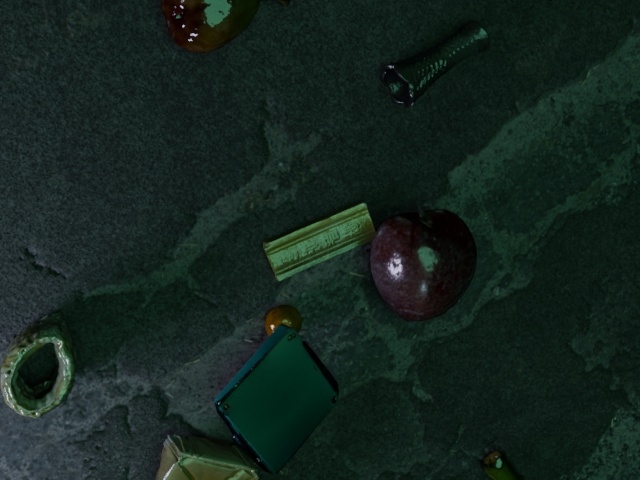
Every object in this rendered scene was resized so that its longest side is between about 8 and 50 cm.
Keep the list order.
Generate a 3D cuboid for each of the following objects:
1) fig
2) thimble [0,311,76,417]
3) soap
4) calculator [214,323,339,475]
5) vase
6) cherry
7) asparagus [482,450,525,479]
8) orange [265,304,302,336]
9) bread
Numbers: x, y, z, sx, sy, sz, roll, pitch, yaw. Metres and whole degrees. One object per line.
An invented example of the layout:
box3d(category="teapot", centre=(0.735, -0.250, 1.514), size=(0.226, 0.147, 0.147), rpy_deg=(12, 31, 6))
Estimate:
box3d(category="fig", centre=(-0.179, -0.474, 1.667), size=(0.274, 0.146, 0.170), rpy_deg=(-18, 105, -28))
box3d(category="thimble", centre=(-0.549, 0.241, 1.640), size=(0.137, 0.143, 0.190), rpy_deg=(26, 89, -18))
box3d(category="soap", centre=(0.000, 0.000, 1.832), size=(0.252, 0.037, 0.092), rpy_deg=(-23, 103, -12))
box3d(category="calculator", centre=(-0.093, 0.339, 1.782), size=(0.248, 0.058, 0.274), rpy_deg=(-49, 128, -20))
box3d(category="vase", centre=(0.257, -0.395, 1.825), size=(0.237, 0.115, 0.115), rpy_deg=(-35, 106, -13))
box3d(category="cherry", centre=(0.224, 0.055, 1.825), size=(0.230, 0.203, 0.300), rpy_deg=(-11, 123, -30))
box3d(category="asparagus", centre=(0.491, 0.632, 2.063), size=(0.067, 0.060, 0.277), rpy_deg=(-42, 108, -28))
box3d(category="orange", centre=(-0.081, 0.179, 1.814), size=(0.083, 0.070, 0.083), rpy_deg=(-5, 114, -10))
box3d(category="bread", centre=(-0.253, 0.525, 1.790), size=(0.210, 0.110, 0.192), rpy_deg=(14, 100, -18))
